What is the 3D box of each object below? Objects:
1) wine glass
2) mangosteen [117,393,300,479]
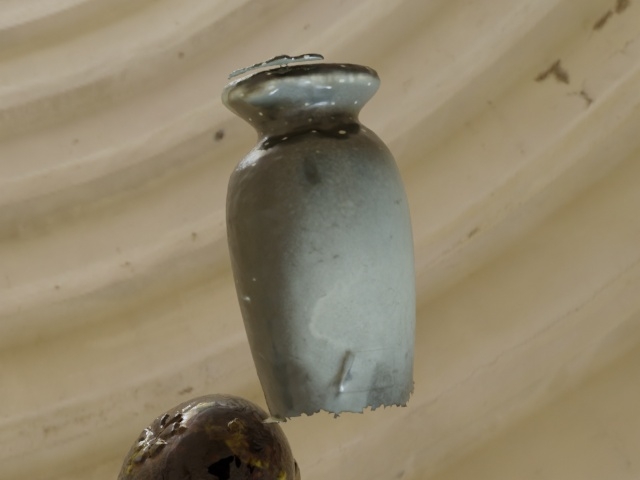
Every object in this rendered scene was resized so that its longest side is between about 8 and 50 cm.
[{"bbox_3d":[0.000,0.000,0.601,0.111,0.111,0.205,-7,-93,-27],"label":"wine glass"},{"bbox_3d":[-0.099,0.265,1.039,0.217,0.192,0.192,47,-146,-24],"label":"mangosteen"}]
